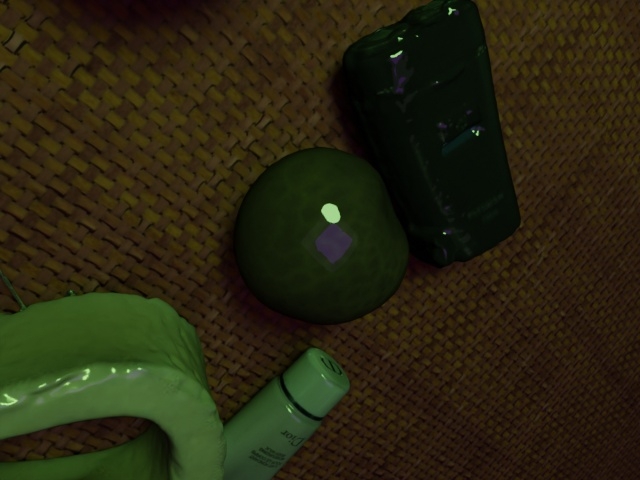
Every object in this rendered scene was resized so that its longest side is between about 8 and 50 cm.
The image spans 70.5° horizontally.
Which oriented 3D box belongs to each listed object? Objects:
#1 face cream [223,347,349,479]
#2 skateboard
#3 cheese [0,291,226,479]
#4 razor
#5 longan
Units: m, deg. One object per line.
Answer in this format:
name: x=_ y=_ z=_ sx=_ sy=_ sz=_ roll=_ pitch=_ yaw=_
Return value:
face cream: x=-0.091 y=0.284 z=0.639 sx=0.143 sy=0.089 sz=0.314 roll=39 pitch=99 yaw=-27
skateboard: x=-0.317 y=0.046 z=0.493 sx=0.064 sy=0.032 sz=0.083 roll=-31 pitch=118 yaw=-23
cheese: x=-0.280 y=0.214 z=0.475 sx=0.333 sy=0.153 sz=0.292 roll=-4 pitch=116 yaw=-24
razor: x=0.157 y=-0.127 z=0.594 sx=0.189 sy=0.107 sz=0.326 roll=-31 pitch=116 yaw=-12
longan: x=0.000 y=0.000 z=0.526 sx=0.198 sy=0.198 sz=0.212 roll=-47 pitch=125 yaw=-4
